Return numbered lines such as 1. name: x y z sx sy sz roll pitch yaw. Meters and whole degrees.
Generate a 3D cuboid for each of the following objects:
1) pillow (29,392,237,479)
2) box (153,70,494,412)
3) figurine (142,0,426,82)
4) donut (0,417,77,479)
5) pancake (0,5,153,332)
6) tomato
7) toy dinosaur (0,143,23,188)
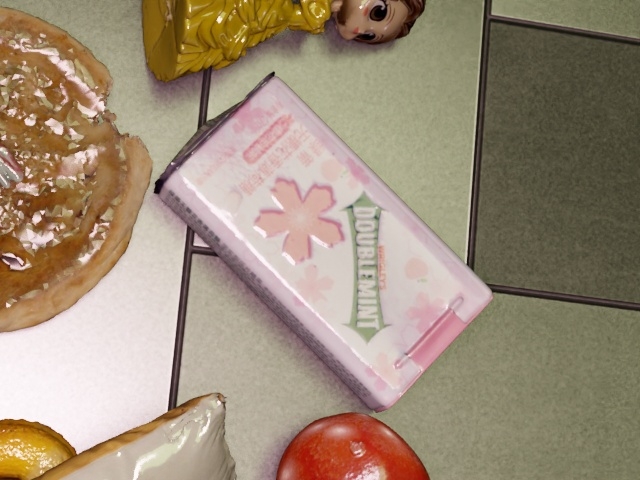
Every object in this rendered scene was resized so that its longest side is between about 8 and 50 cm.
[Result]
1. pillow: -0.210 0.314 1.658 0.312 0.310 0.119 -28 50 -17
2. box: 0.000 0.000 1.842 0.370 0.112 0.190 46 73 1
3. figurine: -0.028 -0.270 1.865 0.315 0.168 0.187 -3 123 -22
4. donut: -0.335 0.274 1.726 0.190 0.074 0.174 -9 82 -14
5. pancake: -0.372 -0.083 1.790 0.382 0.071 0.382 2 79 -11
6. tomato: 0.032 0.263 1.778 0.167 0.167 0.167 2 79 -12
7. toy dinosaur: -0.443 -0.129 1.724 0.167 0.053 0.242 -30 85 -13
